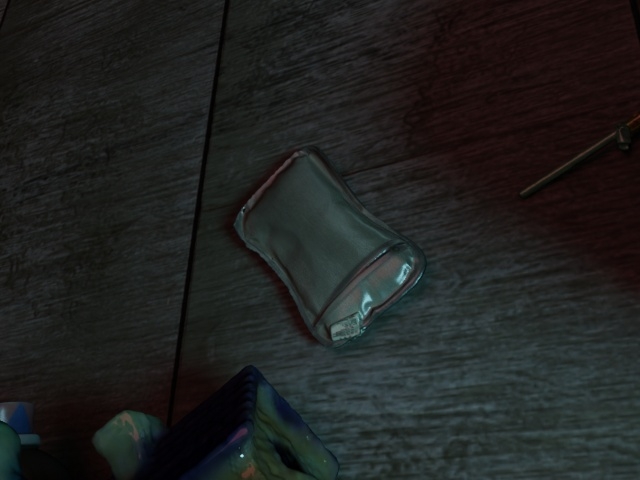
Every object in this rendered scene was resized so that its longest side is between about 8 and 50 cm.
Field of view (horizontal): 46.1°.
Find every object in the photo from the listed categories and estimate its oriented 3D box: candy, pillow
[{"bbox_3d":[0.258,-0.096,0.654,0.201,0.060,0.060,-37,50,18],"label":"candy"},{"bbox_3d":[0.000,0.000,0.747,0.130,0.038,0.232,-45,50,4],"label":"pillow"}]

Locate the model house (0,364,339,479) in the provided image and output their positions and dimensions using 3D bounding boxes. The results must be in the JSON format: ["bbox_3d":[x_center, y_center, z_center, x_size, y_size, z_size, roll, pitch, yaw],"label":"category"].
[{"bbox_3d":[-0.107,0.212,0.513,0.245,0.312,0.280,-41,52,7],"label":"model house"}]

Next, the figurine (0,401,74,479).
[{"bbox_3d":[-0.287,0.279,0.674,0.161,0.158,0.275,-30,52,0],"label":"figurine"}]
